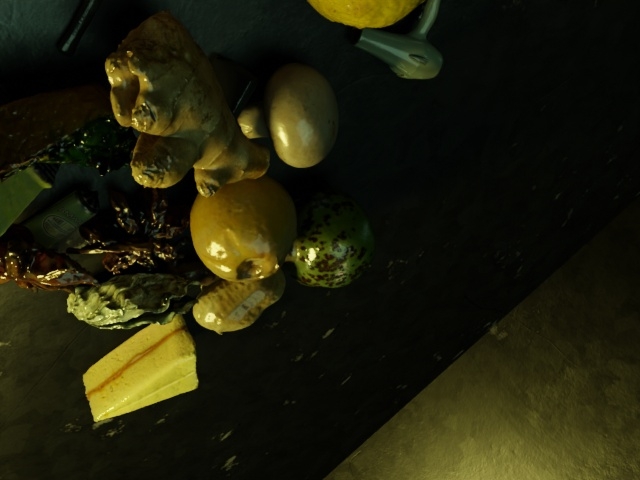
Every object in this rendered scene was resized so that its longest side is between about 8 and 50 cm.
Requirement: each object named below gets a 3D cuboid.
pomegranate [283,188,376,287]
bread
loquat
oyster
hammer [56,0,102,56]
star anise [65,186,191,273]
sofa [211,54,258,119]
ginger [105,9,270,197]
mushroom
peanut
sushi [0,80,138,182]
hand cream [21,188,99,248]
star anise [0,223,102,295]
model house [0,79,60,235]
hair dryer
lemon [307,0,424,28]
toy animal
[{"bbox_3d":[0.000,0.000,1.348,0.270,0.254,0.254,-8,134,-38],"label":"pomegranate"},{"bbox_3d":[-0.439,0.298,1.359,0.263,0.168,0.163,-15,137,-26],"label":"bread"},{"bbox_3d":[-0.161,-0.036,1.176,0.243,0.244,0.244,-23,141,-20],"label":"loquat"},{"bbox_3d":[-0.395,0.124,1.190,0.267,0.198,0.112,-8,92,-23],"label":"oyster"},{"bbox_3d":[-0.331,-0.383,0.837,0.246,0.029,0.103,-49,143,16],"label":"hammer"},{"bbox_3d":[-0.363,-0.011,1.131,0.220,0.126,0.190,-48,147,9],"label":"star anise"},{"bbox_3d":[-0.189,-0.266,1.060,0.147,0.085,0.060,-56,-178,21],"label":"sofa"},{"bbox_3d":[-0.196,-0.173,0.908,0.166,0.236,0.375,-19,138,24],"label":"ginger"},{"bbox_3d":[-0.066,-0.242,1.101,0.204,0.204,0.204,-23,141,-20],"label":"mushroom"},{"bbox_3d":[-0.181,0.131,1.282,0.224,0.129,0.129,-33,144,-3],"label":"peanut"},{"bbox_3d":[-0.369,-0.165,0.864,0.149,0.287,0.140,-10,107,15],"label":"sushi"},{"bbox_3d":[-0.513,-0.021,1.055,0.235,0.055,0.086,-32,139,6],"label":"hand cream"},{"bbox_3d":[-0.528,0.027,1.004,0.271,0.103,0.272,6,159,2],"label":"star anise"},{"bbox_3d":[-0.530,-0.146,0.861,0.211,0.170,0.194,-55,147,-24],"label":"model house"},{"bbox_3d":[0.171,-0.465,1.153,0.229,0.092,0.267,-10,122,-24],"label":"hair dryer"},{"bbox_3d":[0.072,-0.484,0.868,0.268,0.268,0.322,-26,154,-16],"label":"lemon"},{"bbox_3d":[-0.273,0.075,1.336,0.214,0.094,0.186,-4,129,-27],"label":"toy animal"}]
